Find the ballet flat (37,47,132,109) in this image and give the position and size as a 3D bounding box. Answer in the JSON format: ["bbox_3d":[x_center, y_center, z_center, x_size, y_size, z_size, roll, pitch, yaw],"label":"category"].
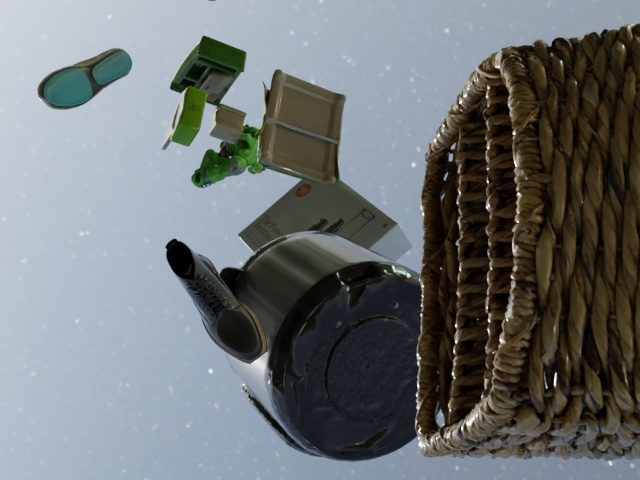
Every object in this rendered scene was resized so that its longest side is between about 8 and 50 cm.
[{"bbox_3d":[-0.332,-0.221,1.179,0.052,0.057,0.168,0,-154,39],"label":"ballet flat"}]

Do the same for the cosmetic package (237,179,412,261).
[{"bbox_3d":[0.000,0.000,2.042,0.284,0.097,0.377,-40,-141,-7],"label":"cosmetic package"}]

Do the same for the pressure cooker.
[{"bbox_3d":[0.015,0.174,1.598,0.375,0.370,0.420,-27,-157,-17],"label":"pressure cooker"}]

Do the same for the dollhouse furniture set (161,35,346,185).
[{"bbox_3d":[-0.119,-0.205,1.533,0.151,0.301,0.197,-33,-136,58],"label":"dollhouse furniture set"}]

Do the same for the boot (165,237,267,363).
[{"bbox_3d":[-0.162,0.092,1.260,0.077,0.137,0.198,-40,-107,-5],"label":"boot"}]

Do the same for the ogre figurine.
[{"bbox_3d":[-0.173,-0.178,1.749,0.118,0.097,0.197,2,-159,42],"label":"ogre figurine"}]

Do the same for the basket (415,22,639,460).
[{"bbox_3d":[0.151,0.005,0.633,0.223,0.213,0.299,-4,-113,23],"label":"basket"}]
